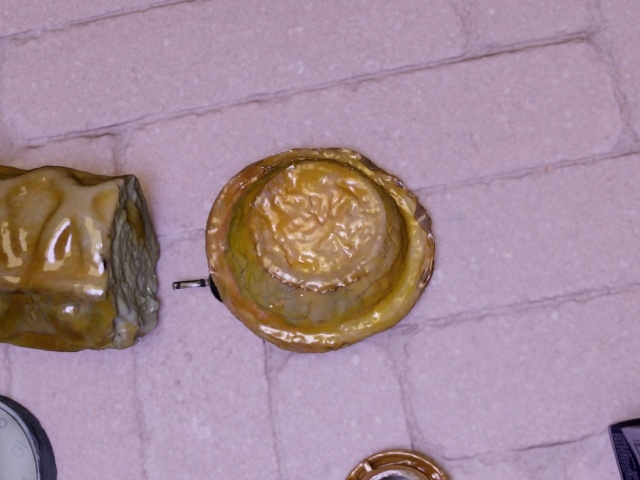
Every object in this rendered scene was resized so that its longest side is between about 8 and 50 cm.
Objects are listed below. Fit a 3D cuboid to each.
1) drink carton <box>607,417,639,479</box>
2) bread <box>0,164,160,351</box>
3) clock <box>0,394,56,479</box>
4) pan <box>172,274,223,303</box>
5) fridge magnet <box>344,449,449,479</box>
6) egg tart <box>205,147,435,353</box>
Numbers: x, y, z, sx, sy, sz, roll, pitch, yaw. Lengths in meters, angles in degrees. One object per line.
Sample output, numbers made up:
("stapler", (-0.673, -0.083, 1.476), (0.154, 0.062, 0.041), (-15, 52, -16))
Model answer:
("drink carton", (0.396, 0.226, 0.886), (0.134, 0.222, 0.102), (-11, 76, 5))
("bread", (-0.336, 0.024, 1.040), (0.252, 0.238, 0.196), (-4, 40, 11))
("clock", (-0.446, 0.302, 1.069), (0.226, 0.049, 0.226), (-2, 77, 8))
("pan", (-0.131, 0.054, 1.094), (0.115, 0.023, 0.068), (-5, 78, 3))
("fridge magnet", (0.089, 0.315, 0.989), (0.143, 0.063, 0.143), (-2, 74, 7))
("egg tart", (0.000, 0.000, 1.036), (0.288, 0.118, 0.288), (1, 72, -3))
